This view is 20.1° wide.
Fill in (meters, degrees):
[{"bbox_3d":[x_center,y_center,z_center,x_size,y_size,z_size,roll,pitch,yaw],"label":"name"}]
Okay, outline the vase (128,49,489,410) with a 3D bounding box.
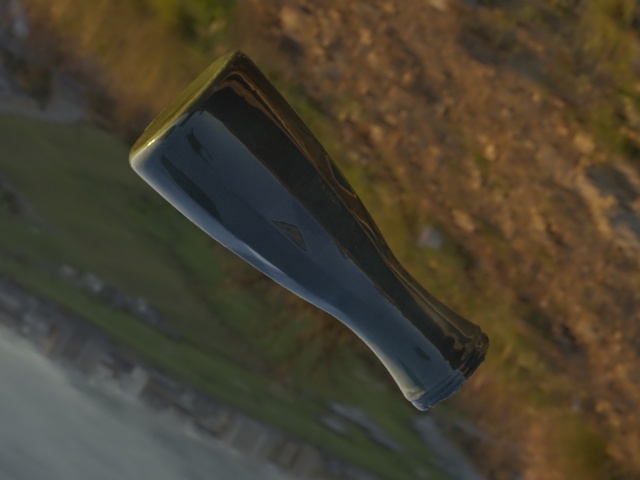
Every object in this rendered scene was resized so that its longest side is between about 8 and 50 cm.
[{"bbox_3d":[0.000,0.000,0.975,0.214,0.086,0.086,45,160,-11],"label":"vase"}]
